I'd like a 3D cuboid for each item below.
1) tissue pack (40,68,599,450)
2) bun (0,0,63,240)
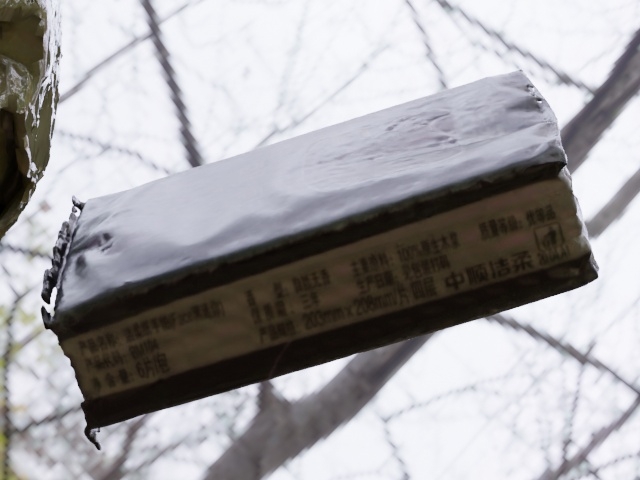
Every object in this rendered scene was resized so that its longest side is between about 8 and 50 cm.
[{"bbox_3d":[0.000,0.000,1.358,0.361,0.259,0.122,-17,-71,6],"label":"tissue pack"},{"bbox_3d":[-0.195,-0.041,0.708,0.152,0.259,0.259,36,-42,37],"label":"bun"}]
